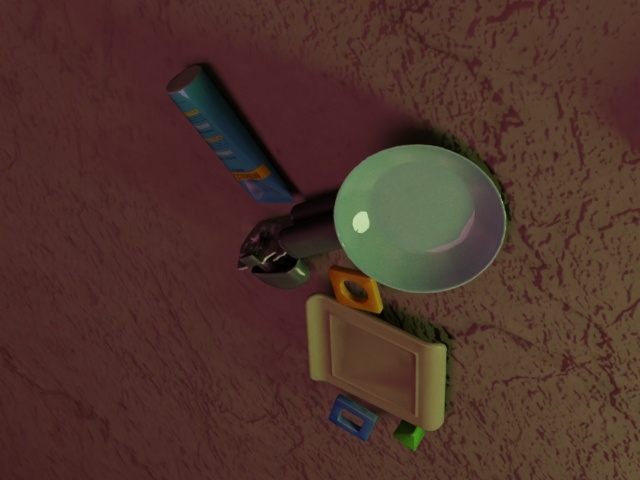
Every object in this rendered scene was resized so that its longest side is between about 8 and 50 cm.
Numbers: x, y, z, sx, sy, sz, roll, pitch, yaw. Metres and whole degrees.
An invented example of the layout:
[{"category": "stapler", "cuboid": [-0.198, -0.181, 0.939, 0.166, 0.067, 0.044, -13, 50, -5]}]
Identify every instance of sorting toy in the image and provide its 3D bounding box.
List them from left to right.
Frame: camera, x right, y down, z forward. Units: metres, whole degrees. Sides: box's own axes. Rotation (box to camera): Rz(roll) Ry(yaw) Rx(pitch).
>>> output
[{"category": "sorting toy", "cuboid": [0.077, 0.150, 2.089, 0.196, 0.047, 0.347, 21, 142, 20]}]

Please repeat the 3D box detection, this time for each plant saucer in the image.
[{"category": "plant saucer", "cuboid": [0.113, -0.031, 1.808, 0.195, 0.037, 0.195, 4, 121, 7]}]

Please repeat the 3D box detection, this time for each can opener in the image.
[{"category": "can opener", "cuboid": [0.000, 0.000, 1.974, 0.095, 0.076, 0.283, 42, 147, -26]}]

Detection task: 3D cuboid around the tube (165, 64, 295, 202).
[{"category": "tube", "cuboid": [-0.110, -0.122, 1.965, 0.080, 0.052, 0.207, 8, 141, 54]}]
